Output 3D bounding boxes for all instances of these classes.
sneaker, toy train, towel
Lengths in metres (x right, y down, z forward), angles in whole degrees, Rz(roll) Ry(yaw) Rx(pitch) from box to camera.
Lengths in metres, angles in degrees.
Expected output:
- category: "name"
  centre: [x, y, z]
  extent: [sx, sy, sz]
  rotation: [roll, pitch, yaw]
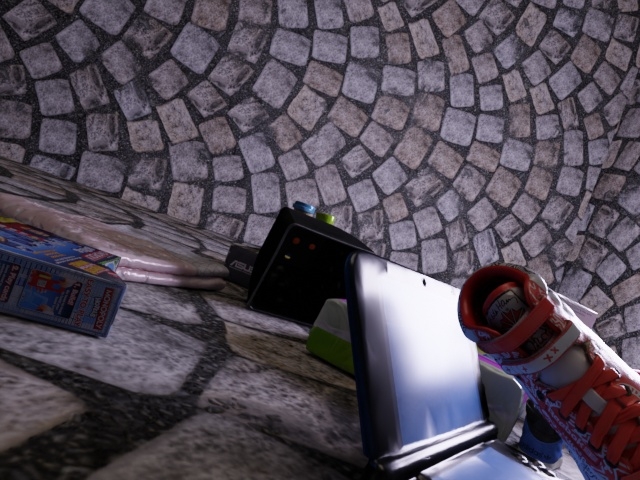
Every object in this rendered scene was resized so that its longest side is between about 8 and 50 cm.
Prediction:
- category: "sneaker"
  centre: [0.289, 0.238, 0.603]
  extent: [0.058, 0.084, 0.152]
  rotation: [21, 0, 34]
- category: "toy train"
  centre: [0.000, 0.000, 1.099]
  extent: [0.105, 0.143, 0.248]
  rotation: [16, 4, -46]
- category: "towel"
  centre: [-0.380, 0.006, 0.873]
  extent: [0.332, 0.053, 0.317]
  rotation: [20, 0, 29]
- category: "sneaker"
  centre: [0.196, 0.118, 0.359]
  extent: [0.145, 0.090, 0.270]
  rotation: [37, 17, -23]

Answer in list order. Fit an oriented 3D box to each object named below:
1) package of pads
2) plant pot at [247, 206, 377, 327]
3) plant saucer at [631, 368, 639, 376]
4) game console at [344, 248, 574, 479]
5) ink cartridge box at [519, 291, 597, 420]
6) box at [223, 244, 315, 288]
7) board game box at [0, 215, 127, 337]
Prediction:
- category: "package of pads"
  centre: [0.160, 0.181, 0.723]
  extent: [0.297, 0.101, 0.229]
  rotation: [21, 1, 30]
- category: "plant pot"
  centre: [-0.034, 0.038, 0.933]
  extent: [0.188, 0.187, 0.167]
  rotation: [20, 20, -25]
- category: "plant saucer"
  centre: [0.564, 0.308, 0.840]
  extent: [0.332, 0.084, 0.332]
  rotation: [4, 4, 0]
- category: "game console"
  centre: [0.161, 0.145, 0.405]
  extent: [0.250, 0.173, 0.293]
  rotation: [20, 1, 36]
- category: "ink cartridge box"
  centre: [0.376, 0.199, 0.861]
  extent: [0.092, 0.217, 0.158]
  rotation: [26, 0, -5]
- category: "box"
  centre: [-0.007, 0.120, 1.198]
  extent: [0.395, 0.097, 0.318]
  rotation: [20, 4, 16]
- category: "board game box"
  centre: [-0.295, 0.034, 0.501]
  extent: [0.194, 0.060, 0.194]
  rotation: [22, 0, -7]
